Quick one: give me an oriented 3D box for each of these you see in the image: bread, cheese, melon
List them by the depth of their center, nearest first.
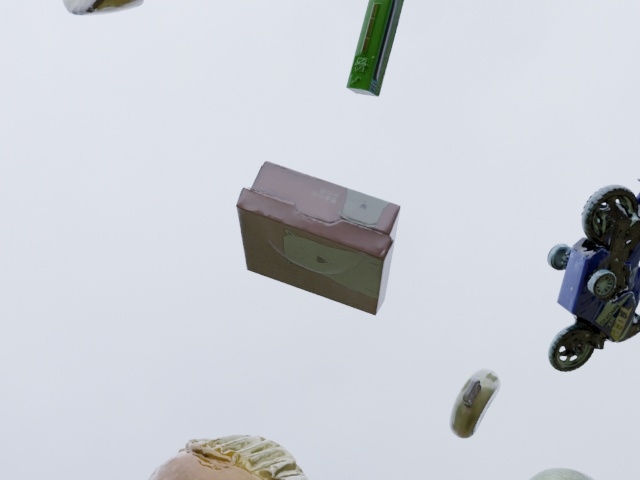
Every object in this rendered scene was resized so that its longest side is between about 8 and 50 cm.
[{"bbox_3d":[0.188,0.194,1.147,0.037,0.097,0.192,28,-9,18],"label":"cheese"},{"bbox_3d":[-0.146,0.430,1.167,0.183,0.236,0.389,-6,-68,-60],"label":"bread"},{"bbox_3d":[0.466,0.499,1.745,0.139,0.139,0.192,25,-12,-36],"label":"melon"}]

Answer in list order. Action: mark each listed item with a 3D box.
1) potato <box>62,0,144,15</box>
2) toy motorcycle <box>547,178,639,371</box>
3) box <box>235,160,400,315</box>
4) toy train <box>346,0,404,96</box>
[{"bbox_3d":[-0.249,-0.431,1.283,0.116,0.299,0.239,23,-5,-43],"label":"potato"},{"bbox_3d":[0.439,0.056,1.401,0.168,0.113,0.315,0,-68,-24],"label":"toy motorcycle"},{"bbox_3d":[0.000,0.000,1.309,0.215,0.086,0.215,20,-24,10],"label":"box"},{"bbox_3d":[0.087,-0.324,1.398,0.044,0.209,0.042,14,0,33],"label":"toy train"}]
